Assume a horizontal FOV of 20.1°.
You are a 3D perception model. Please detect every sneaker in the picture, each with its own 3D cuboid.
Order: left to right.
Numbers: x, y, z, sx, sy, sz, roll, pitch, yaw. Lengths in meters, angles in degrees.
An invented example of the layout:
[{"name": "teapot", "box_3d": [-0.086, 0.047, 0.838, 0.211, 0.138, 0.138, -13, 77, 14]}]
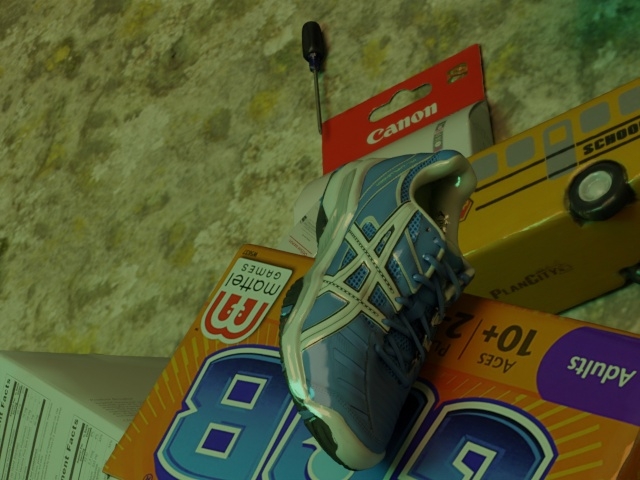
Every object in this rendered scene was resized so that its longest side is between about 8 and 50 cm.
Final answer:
[{"name": "sneaker", "box_3d": [0.035, 0.028, 0.992, 0.081, 0.080, 0.211, -18, 45, 33]}]

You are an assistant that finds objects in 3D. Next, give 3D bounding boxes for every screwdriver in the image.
[{"name": "screwdriver", "box_3d": [-0.006, -0.160, 1.808, 0.025, 0.024, 0.170, 126, 152, -42]}]

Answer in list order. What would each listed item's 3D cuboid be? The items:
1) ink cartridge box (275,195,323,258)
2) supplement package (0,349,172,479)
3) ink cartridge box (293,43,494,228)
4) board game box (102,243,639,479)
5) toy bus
[{"name": "ink cartridge box", "box_3d": [0.000, 0.000, 1.573, 0.083, 0.028, 0.048, -47, 40, -2]}, {"name": "supplement package", "box_3d": [-0.126, 0.217, 1.394, 0.263, 0.199, 0.198, 22, 102, 49]}, {"name": "ink cartridge box", "box_3d": [0.064, -0.077, 1.648, 0.189, 0.066, 0.232, -25, 47, 24]}, {"name": "board game box", "box_3d": [0.079, 0.266, 1.091, 0.356, 0.356, 0.356, 12, 64, 47]}, {"name": "toy bus", "box_3d": [0.182, -0.018, 1.445, 0.333, 0.108, 0.130, -25, 43, 24]}]
